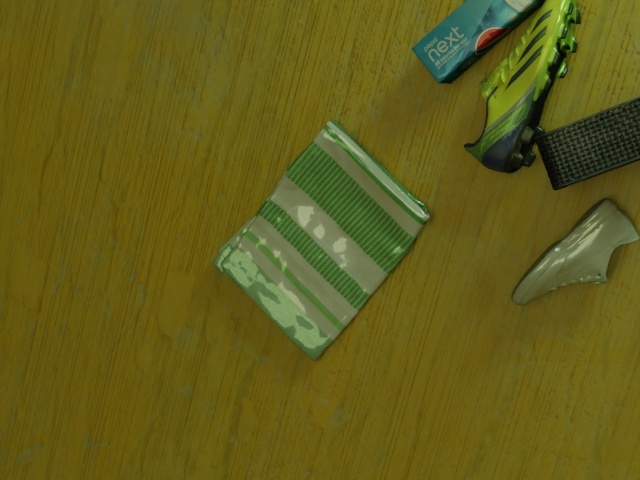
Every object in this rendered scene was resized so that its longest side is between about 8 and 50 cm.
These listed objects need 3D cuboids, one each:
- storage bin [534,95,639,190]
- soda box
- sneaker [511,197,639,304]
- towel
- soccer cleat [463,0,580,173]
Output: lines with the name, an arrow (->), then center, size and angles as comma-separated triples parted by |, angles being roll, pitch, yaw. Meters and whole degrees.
storage bin -> 0.413, -0.142, 1.817 | 0.180, 0.122, 0.084 | -22, 88, 24
soda box -> 0.243, -0.328, 1.897 | 0.210, 0.067, 0.071 | -40, 81, 23
sneaker -> 0.380, 0.039, 1.885 | 0.094, 0.080, 0.212 | 45, 110, -1
towel -> 0.000, 0.000, 2.056 | 0.248, 0.038, 0.325 | 44, 110, 12
soccer cleat -> 0.295, -0.243, 1.874 | 0.121, 0.093, 0.289 | 25, 105, 25
